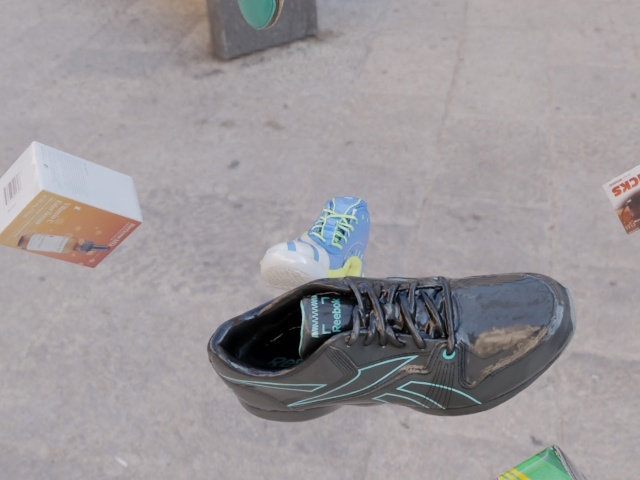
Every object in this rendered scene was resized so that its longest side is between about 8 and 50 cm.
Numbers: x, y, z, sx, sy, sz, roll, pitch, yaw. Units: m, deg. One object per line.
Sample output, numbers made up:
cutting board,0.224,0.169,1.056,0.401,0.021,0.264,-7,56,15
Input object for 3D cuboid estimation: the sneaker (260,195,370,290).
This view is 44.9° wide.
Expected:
sneaker,0.000,0.000,0.878,0.091,0.240,0.126,7,82,15

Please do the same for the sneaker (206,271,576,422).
sneaker,0.046,0.073,0.551,0.267,0.106,0.101,-15,58,14

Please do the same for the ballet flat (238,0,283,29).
ballet flat,-0.062,-0.331,0.935,0.073,0.206,0.067,39,75,4

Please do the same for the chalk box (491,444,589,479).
chalk box,0.152,0.260,0.459,0.132,0.132,0.213,-32,49,10

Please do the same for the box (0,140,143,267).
box,-0.369,-0.047,1.121,0.130,0.170,0.091,-39,54,25

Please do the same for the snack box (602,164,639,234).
snack box,0.389,-0.072,0.818,0.022,0.178,0.064,-12,74,-41
